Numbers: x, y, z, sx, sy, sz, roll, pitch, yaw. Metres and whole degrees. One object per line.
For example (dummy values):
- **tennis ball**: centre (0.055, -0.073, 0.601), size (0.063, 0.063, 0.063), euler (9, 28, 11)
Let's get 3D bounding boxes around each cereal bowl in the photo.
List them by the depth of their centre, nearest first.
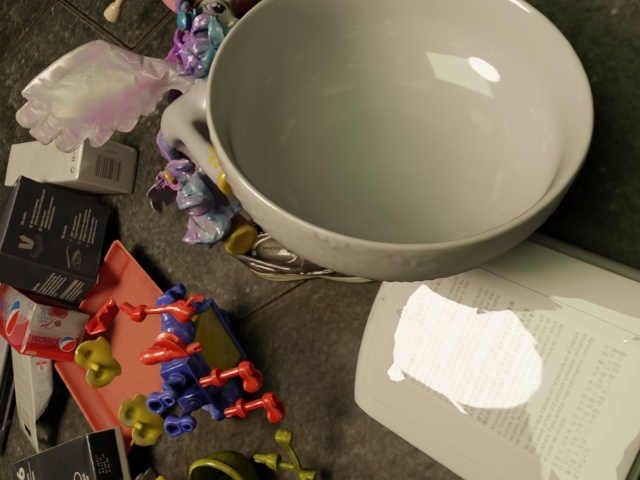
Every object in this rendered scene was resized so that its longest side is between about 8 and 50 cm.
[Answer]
- **cereal bowl**: centre (0.068, -0.102, 0.622), size (0.339, 0.141, 0.339), euler (-1, 58, 1)

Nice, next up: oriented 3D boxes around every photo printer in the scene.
- **photo printer**: centre (0.183, 0.116, 0.645), size (0.307, 0.107, 0.256), euler (25, 95, 37)

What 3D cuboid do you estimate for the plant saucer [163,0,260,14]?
- **plant saucer**: centre (-0.126, -0.490, 1.002), size (0.332, 0.084, 0.332), euler (-8, 77, 36)

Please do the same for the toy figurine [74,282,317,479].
- **toy figurine**: centre (-0.124, 0.173, 0.858), size (0.191, 0.217, 0.362), euler (-22, 112, 17)

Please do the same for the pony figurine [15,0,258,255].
- **pony figurine**: centre (-0.160, -0.159, 0.844), size (0.351, 0.303, 0.363), euler (-44, 54, 11)

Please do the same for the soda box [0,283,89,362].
- **soda box**: centre (-0.486, 0.134, 1.105), size (0.263, 0.092, 0.083), euler (7, 80, 54)

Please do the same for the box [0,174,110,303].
- **box**: centre (-0.450, 0.001, 1.077), size (0.093, 0.158, 0.156), euler (-37, 43, 38)

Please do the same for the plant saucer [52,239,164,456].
- **plant saucer**: centre (-0.309, 0.173, 1.041), size (0.258, 0.048, 0.259), euler (41, 105, 35)

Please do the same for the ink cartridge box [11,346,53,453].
- **ink cartridge box**: centre (-0.513, 0.272, 1.168), size (0.145, 0.045, 0.179), euler (10, 106, 53)

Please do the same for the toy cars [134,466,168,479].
- **toy cars**: centre (-0.137, 0.384, 0.790), size (0.394, 0.176, 0.087), euler (10, 49, 38)

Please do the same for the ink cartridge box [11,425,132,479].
- **ink cartridge box**: centre (-0.407, 0.411, 1.027), size (0.333, 0.065, 0.165), euler (-30, 71, 38)

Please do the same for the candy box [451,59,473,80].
- **candy box**: centre (0.112, -0.212, 0.781), size (0.233, 0.071, 0.159), euler (-42, 60, 24)

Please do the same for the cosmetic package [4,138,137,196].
- **cosmetic package**: centre (-0.445, -0.129, 1.154), size (0.231, 0.117, 0.085), euler (2, 82, 36)

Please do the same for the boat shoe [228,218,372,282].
- **boat shoe**: centre (0.000, 0.000, 0.812), size (0.285, 0.092, 0.102), euler (-6, 78, 36)

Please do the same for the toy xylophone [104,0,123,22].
- **toy xylophone**: centre (-0.339, -0.529, 1.103), size (0.323, 0.081, 0.236), euler (-44, 41, 44)

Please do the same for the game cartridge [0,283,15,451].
- **game cartridge**: centre (-0.679, 0.215, 1.282), size (0.230, 0.068, 0.355), euler (13, 89, 32)
